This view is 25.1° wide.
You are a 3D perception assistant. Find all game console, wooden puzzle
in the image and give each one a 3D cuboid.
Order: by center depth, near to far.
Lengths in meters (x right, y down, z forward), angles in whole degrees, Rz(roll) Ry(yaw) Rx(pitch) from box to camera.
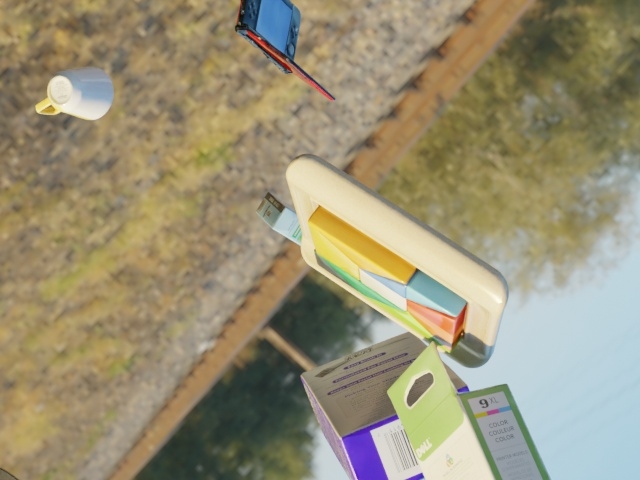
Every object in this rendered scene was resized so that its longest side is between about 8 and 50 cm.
[{"bbox_3d":[0.063,0.031,1.302,0.044,0.221,0.238,-53,168,-15],"label":"wooden puzzle"},{"bbox_3d":[-0.034,-0.249,1.744,0.144,0.085,0.124,34,63,-62],"label":"game console"}]

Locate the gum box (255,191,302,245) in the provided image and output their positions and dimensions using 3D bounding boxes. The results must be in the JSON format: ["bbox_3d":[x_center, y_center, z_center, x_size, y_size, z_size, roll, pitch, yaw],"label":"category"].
[{"bbox_3d":[0.000,0.000,2.159,0.041,0.184,0.157,-58,-165,3],"label":"gum box"}]

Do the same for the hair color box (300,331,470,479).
[{"bbox_3d":[0.097,0.238,2.007,0.185,0.110,0.339,-21,-167,-5],"label":"hair color box"}]

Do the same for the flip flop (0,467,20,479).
[{"bbox_3d":[-0.381,0.323,1.416,0.080,0.112,0.277,-47,-170,39],"label":"flip flop"}]

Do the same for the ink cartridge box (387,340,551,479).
[{"bbox_3d":[0.147,0.204,1.337,0.062,0.209,0.109,-10,154,-29],"label":"ink cartridge box"}]

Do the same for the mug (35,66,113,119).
[{"bbox_3d":[-0.285,-0.165,1.655,0.078,0.062,0.064,-57,161,16],"label":"mug"}]
